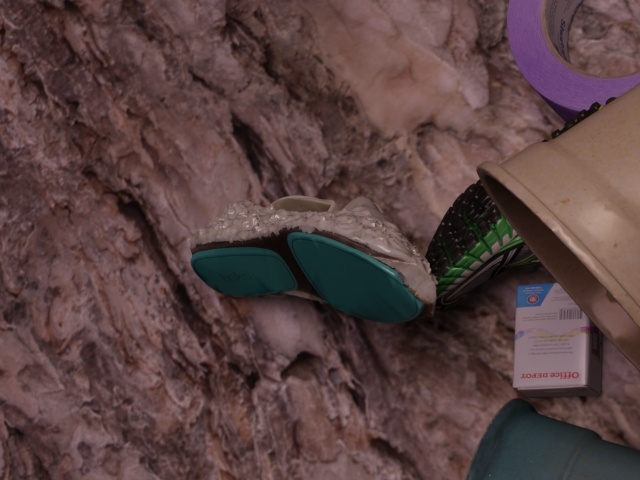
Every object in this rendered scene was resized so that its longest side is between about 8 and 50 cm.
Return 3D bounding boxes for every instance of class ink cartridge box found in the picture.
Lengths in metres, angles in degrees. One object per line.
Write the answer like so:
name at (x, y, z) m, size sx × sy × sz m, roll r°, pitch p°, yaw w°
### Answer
ink cartridge box at (0.267, 0.113, 1.937) m, size 0.088 × 0.052 × 0.122 m, roll -4°, pitch 69°, yaw 27°

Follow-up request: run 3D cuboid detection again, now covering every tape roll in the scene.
tape roll at (0.359, -0.258, 2.000) m, size 0.275 × 0.090 × 0.275 m, roll -9°, pitch 69°, yaw 25°

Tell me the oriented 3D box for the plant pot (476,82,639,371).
plant pot at (0.371, -0.045, 1.656) m, size 0.305 × 0.334 × 0.334 m, roll -42°, pitch 58°, yaw 0°

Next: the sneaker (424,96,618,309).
sneaker at (0.248, -0.008, 1.944) m, size 0.343 × 0.146 × 0.134 m, roll -34°, pitch 24°, yaw 32°

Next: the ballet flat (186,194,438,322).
ballet flat at (0.000, 0.000, 2.031) m, size 0.409 × 0.147 × 0.147 m, roll 6°, pitch 75°, yaw 47°

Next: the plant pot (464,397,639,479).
plant pot at (0.320, 0.353, 1.680) m, size 0.334 × 0.341 × 0.341 m, roll 10°, pitch 77°, yaw 22°
